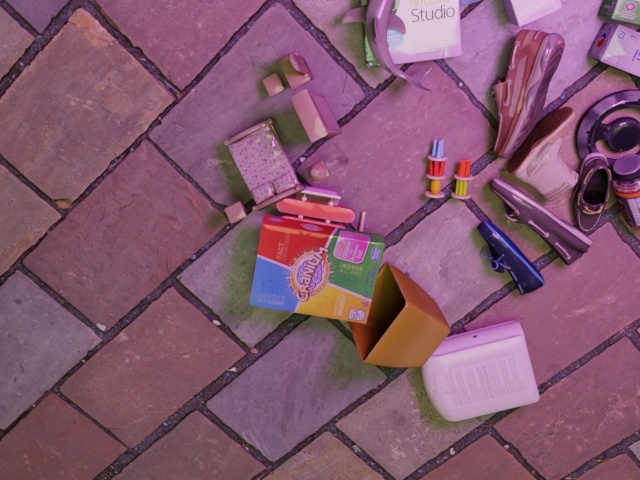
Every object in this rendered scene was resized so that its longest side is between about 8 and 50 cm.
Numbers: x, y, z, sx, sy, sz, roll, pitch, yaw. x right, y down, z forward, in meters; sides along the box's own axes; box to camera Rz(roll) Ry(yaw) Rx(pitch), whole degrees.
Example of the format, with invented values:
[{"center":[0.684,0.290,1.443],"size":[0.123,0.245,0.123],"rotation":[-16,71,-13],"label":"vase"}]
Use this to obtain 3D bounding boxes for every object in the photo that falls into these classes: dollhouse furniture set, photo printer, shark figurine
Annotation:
[{"center":[-0.149,-0.242,1.651],"size":[0.356,0.174,0.303],"rotation":[-25,91,15],"label":"dollhouse furniture set"},{"center":[0.449,0.382,1.964],"size":[0.308,0.107,0.256],"rotation":[-17,111,9],"label":"photo printer"},{"center":[0.150,-0.453,1.563],"size":[0.166,0.116,0.278],"rotation":[-18,110,11],"label":"shark figurine"}]

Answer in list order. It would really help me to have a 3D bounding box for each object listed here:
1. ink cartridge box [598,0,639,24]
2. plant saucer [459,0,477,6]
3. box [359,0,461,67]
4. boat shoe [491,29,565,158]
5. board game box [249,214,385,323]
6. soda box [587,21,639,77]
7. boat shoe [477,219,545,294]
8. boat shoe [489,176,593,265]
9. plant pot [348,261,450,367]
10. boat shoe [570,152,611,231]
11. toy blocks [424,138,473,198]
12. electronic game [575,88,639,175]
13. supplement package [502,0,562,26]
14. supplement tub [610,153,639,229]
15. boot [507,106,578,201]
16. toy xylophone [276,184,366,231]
[{"center":[0.751,-0.598,1.555],"size":[0.153,0.087,0.208],"rotation":[10,112,-3],"label":"ink cartridge box"},{"center":[0.341,-0.630,1.549],"size":[0.067,0.018,0.192],"rotation":[-21,134,-8],"label":"plant saucer"},{"center":[0.204,-0.580,1.595],"size":[0.232,0.058,0.321],"rotation":[-7,112,4],"label":"box"},{"center":[0.481,-0.357,1.663],"size":[0.116,0.123,0.324],"rotation":[30,125,25],"label":"boat shoe"},{"center":[-0.012,0.078,1.784],"size":[0.317,0.064,0.242],"rotation":[9,113,-3],"label":"board game box"},{"center":[0.793,-0.422,1.621],"size":[0.286,0.098,0.091],"rotation":[19,111,-7],"label":"soda box"},{"center":[0.498,0.058,1.829],"size":[0.089,0.109,0.258],"rotation":[-39,104,20],"label":"boat shoe"},{"center":[0.561,-0.044,1.781],"size":[0.335,0.112,0.095],"rotation":[31,106,-14],"label":"boat shoe"},{"center":[0.224,0.224,1.861],"size":[0.187,0.212,0.212],"rotation":[25,112,-21],"label":"plant pot"},{"center":[0.693,-0.110,1.752],"size":[0.081,0.068,0.227],"rotation":[0,125,10],"label":"boat shoe"},{"center":[0.334,-0.185,1.759],"size":[0.123,0.054,0.148],"rotation":[2,112,2],"label":"toy blocks"},{"center":[0.759,-0.267,1.714],"size":[0.229,0.048,0.229],"rotation":[1,122,2],"label":"electronic game"},{"center":[0.461,-0.596,1.555],"size":[0.105,0.105,0.179],"rotation":[-22,111,11],"label":"supplement package"},{"center":[0.795,-0.125,1.717],"size":[0.106,0.106,0.198],"rotation":[-29,126,13],"label":"supplement tub"},{"center":[0.596,-0.214,1.720],"size":[0.165,0.077,0.213],"rotation":[32,108,-21],"label":"boot"},{"center":[0.000,0.000,1.831],"size":[0.236,0.081,0.322],"rotation":[3,113,0],"label":"toy xylophone"}]
